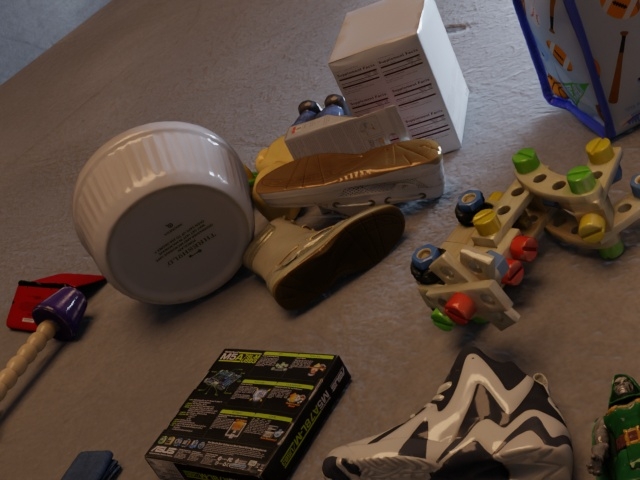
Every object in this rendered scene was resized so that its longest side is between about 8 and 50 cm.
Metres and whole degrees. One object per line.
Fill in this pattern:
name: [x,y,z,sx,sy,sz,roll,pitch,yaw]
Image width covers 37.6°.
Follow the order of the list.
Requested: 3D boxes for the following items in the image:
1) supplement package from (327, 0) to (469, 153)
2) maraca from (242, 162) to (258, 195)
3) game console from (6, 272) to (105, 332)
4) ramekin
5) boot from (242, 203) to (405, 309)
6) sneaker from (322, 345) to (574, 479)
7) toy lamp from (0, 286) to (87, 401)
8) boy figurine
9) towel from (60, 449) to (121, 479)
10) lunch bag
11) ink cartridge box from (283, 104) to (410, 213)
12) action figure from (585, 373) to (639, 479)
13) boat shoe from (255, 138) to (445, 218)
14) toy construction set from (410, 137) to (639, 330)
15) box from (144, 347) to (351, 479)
supplement package: [0.130,-0.258,1.496,0.149,0.203,0.194,-15,31,22]
maraca: [-0.161,-0.096,1.599,0.127,0.099,0.186,7,18,42]
game console: [-0.447,0.104,1.598,0.144,0.085,0.124,1,71,41]
ramekin: [-0.220,-0.027,1.373,0.273,0.273,0.127,-29,41,-2]
boot: [0.000,0.000,1.329,0.213,0.077,0.165,-34,27,-10]
sneaker: [0.123,0.179,0.922,0.235,0.094,0.153,-16,30,20]
toy lamp: [-0.446,0.178,1.419,0.080,0.080,0.274,-4,39,36]
boy figurine: [-0.028,-0.137,1.552,0.177,0.092,0.285,-9,35,29]
towel: [-0.295,0.307,1.132,0.067,0.029,0.119,-7,36,32]
lunch bag: [0.426,-0.394,1.279,0.328,0.385,0.239,-30,30,-2]
ink cartridge box: [0.054,-0.128,1.411,0.179,0.145,0.045,-17,32,18]
action figure: [0.276,0.196,0.803,0.137,0.063,0.232,-21,26,18]
boat shoe: [0.045,-0.072,1.366,0.277,0.096,0.098,-7,34,14]
toy construction set: [0.226,0.008,1.068,0.328,0.151,0.215,-35,28,-34]
box: [-0.086,0.206,1.103,0.191,0.045,0.184,-3,35,38]
